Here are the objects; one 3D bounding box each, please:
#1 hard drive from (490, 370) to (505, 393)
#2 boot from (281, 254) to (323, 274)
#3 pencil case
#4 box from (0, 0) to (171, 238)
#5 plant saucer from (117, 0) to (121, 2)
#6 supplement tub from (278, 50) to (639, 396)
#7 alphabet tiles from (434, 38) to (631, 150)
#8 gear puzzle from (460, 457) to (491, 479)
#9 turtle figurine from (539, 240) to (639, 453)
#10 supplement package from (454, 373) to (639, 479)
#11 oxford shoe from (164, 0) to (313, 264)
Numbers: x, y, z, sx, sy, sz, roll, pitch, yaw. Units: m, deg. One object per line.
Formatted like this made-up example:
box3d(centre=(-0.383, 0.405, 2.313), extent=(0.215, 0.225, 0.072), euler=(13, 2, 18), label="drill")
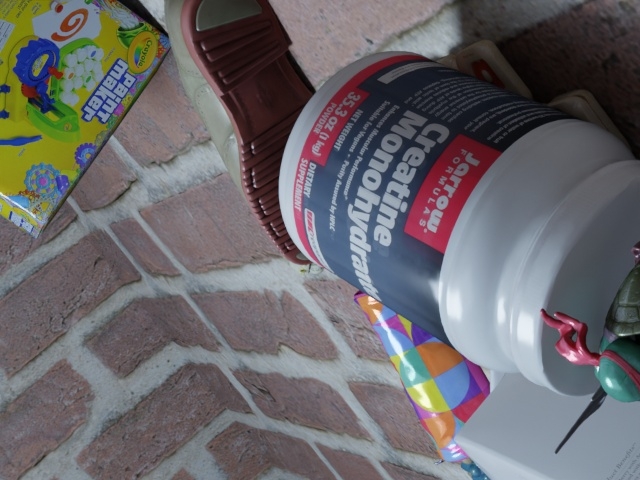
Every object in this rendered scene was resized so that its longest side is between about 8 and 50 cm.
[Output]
box3d(centre=(0.209, 0.284, 1.247), extent=(0.040, 0.318, 0.210), euler=(-5, 150, 16), label="hard drive")
box3d(centre=(0.000, 0.000, 1.509), extent=(0.213, 0.077, 0.165), euler=(46, 163, 26), label="boot")
box3d(centre=(0.129, 0.140, 1.392), extent=(0.236, 0.104, 0.104), euler=(63, 161, -5), label="pencil case")
box3d(centre=(-0.394, -0.204, 1.573), extent=(0.279, 0.290, 0.177), euler=(35, 164, -9), label="box")
box3d(centre=(-0.335, -0.378, 1.592), extent=(0.195, 0.037, 0.195), euler=(44, 163, 17), label="plant saucer")
box3d(centre=(0.117, -0.019, 0.915), extent=(0.272, 0.191, 0.191), euler=(31, 155, 42), label="supplement tub")
box3d(centre=(0.188, -0.048, 1.044), extent=(0.278, 0.021, 0.284), euler=(50, 163, -10), label="alphabet tiles")
box3d(centre=(0.297, 0.331, 1.433), extent=(0.339, 0.044, 0.175), euler=(43, 137, 19), label="gear puzzle")
box3d(centre=(0.239, 0.044, 0.750), extent=(0.175, 0.234, 0.118), euler=(20, 152, 55), label="turtle figurine")
box3d(centre=(0.290, 0.190, 1.014), extent=(0.175, 0.177, 0.293), euler=(49, 165, -25), label="supplement package")
box3d(centre=(-0.070, -0.134, 1.348), extent=(0.130, 0.123, 0.348), euler=(28, 143, 57), label="oxford shoe")
